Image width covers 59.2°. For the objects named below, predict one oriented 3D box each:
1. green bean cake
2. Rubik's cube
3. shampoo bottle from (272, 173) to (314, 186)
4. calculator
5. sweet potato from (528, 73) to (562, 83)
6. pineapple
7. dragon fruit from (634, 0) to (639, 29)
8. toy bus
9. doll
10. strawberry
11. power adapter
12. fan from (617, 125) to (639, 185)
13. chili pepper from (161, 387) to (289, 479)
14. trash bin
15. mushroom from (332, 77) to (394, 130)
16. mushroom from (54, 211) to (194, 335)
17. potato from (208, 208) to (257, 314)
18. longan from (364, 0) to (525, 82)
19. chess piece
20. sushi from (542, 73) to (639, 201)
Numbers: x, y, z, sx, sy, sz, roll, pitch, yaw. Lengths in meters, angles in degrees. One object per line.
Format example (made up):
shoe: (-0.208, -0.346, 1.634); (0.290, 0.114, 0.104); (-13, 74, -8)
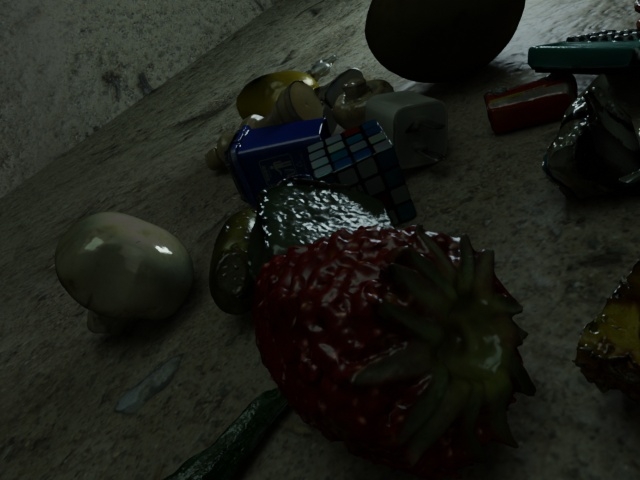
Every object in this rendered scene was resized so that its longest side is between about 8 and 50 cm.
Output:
green bean cake: (0.000, 0.000, 0.896); (0.227, 0.125, 0.223); (7, 35, -12)
Rubik's cube: (0.074, -0.111, 1.053); (0.151, 0.154, 0.155); (-22, 32, 6)
shampoo bottle: (-0.053, -0.060, 1.065); (0.087, 0.183, 0.050); (-24, 72, -11)
calculator: (0.568, -0.361, 1.063); (0.274, 0.058, 0.248); (-20, 27, -28)
sweet potato: (0.466, -0.324, 1.185); (0.153, 0.038, 0.041); (-28, 30, -28)
pineapple: (0.334, 0.099, 0.575); (0.079, 0.135, 0.233); (26, 46, 37)
dragon fruit: (0.798, -0.521, 1.151); (0.295, 0.130, 0.268); (6, 39, 43)
toy bus: (0.415, -0.268, 1.109); (0.174, 0.079, 0.077); (-10, 39, 23)
doll: (-0.065, -0.409, 1.602); (0.348, 0.161, 0.423); (-29, 36, 2)
strawberry: (0.054, 0.129, 0.657); (0.343, 0.292, 0.292); (-27, 20, 53)
power adapter: (0.189, -0.218, 1.134); (0.125, 0.130, 0.205); (-13, 28, -18)
fan: (0.551, -0.138, 0.802); (0.335, 0.011, 0.229); (-24, 36, -18)
chili pepper: (-0.106, 0.264, 0.735); (0.227, 0.059, 0.088); (-39, 37, -28)
trash bin: (-0.085, -0.196, 1.309); (0.234, 0.163, 0.184); (-11, 34, 15)
mushroom: (0.109, -0.341, 1.400); (0.166, 0.127, 0.166); (-14, 37, 11)
mushroom: (-0.382, 0.077, 1.095); (0.260, 0.254, 0.234); (38, 111, 37)
potato: (-0.133, 0.035, 1.002); (0.113, 0.149, 0.251); (-2, 29, 0)
longan: (0.308, -0.571, 1.387); (0.404, 0.336, 0.405); (-21, 42, 20)
chess piece: (-0.170, -0.278, 1.479); (0.397, 0.117, 0.117); (-21, 28, 41)
sushi: (0.428, -0.165, 0.914); (0.109, 0.134, 0.273); (-42, 26, 44)
